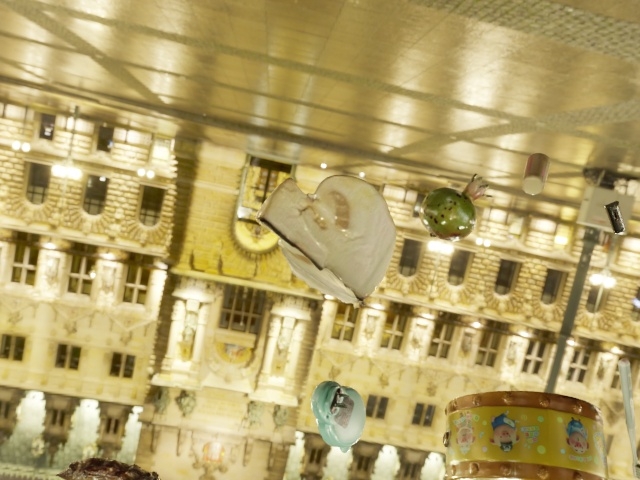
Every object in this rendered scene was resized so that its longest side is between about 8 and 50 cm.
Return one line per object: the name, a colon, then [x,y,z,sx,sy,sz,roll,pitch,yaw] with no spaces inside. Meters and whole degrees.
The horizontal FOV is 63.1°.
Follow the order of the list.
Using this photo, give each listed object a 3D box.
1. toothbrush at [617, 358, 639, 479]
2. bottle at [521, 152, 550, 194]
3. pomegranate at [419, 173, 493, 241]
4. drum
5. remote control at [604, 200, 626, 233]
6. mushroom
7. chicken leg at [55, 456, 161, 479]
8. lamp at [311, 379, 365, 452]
toothbrush: [0.806,0.467,1.351,0.025,0.343,0.030,-16,-171,-19]
bottle: [0.411,-0.127,0.992,0.045,0.045,0.096,14,-140,19]
pomegranate: [0.293,-0.071,1.147,0.129,0.159,0.129,39,159,18]
drum: [0.548,0.568,1.423,0.430,0.214,0.431,5,151,3]
remote control: [0.678,-0.050,1.195,0.091,0.034,0.016,52,-158,-31]
mushroom: [0.016,-0.015,0.925,0.236,0.173,0.162,40,161,-1]
chicken leg: [-0.477,0.538,1.181,0.233,0.105,0.063,18,-152,-12]
lamp: [0.061,0.603,1.829,0.147,0.209,0.284,3,140,25]
